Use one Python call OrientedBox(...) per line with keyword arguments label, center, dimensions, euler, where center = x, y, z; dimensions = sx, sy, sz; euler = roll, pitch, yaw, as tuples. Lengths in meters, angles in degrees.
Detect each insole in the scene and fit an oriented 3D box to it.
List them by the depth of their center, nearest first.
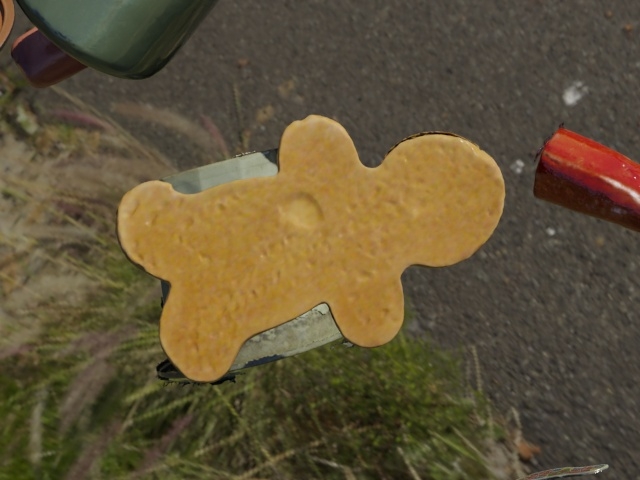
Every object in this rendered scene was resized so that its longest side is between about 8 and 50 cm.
OrientedBox(label="insole", center=(0.372, 0.364, 1.646), dimensions=(0.193, 0.065, 0.006), euler=(-30, 75, 57))

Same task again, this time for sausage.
OrientedBox(label="sausage", center=(-0.240, -0.212, 1.082), dimensions=(0.154, 0.062, 0.062), euler=(-31, 46, -10))

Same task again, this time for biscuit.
OrientedBox(label="biscuit", center=(0.000, 0.000, 0.947), dimensions=(0.340, 0.047, 0.216), euler=(-22, 83, -1))

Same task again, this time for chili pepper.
OrientedBox(label="chili pepper", center=(0.276, -0.034, 0.945), dimensions=(0.169, 0.088, 0.065), euler=(29, 74, 23))

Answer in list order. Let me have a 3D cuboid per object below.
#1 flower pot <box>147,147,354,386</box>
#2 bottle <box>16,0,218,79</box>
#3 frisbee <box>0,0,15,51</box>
OrientedBox(label="flower pot", center=(-0.101, 0.027, 1.327), dimensions=(0.290, 0.290, 0.259), euler=(-14, 94, 27))
OrientedBox(label="bottle", center=(-0.107, -0.303, 0.880), dimensions=(0.347, 0.168, 0.168), euler=(-44, 45, 27))
OrientedBox(label="frisbee", center=(-0.466, -0.230, 1.183), dimensions=(0.251, 0.021, 0.251), euler=(-3, 48, 3))
